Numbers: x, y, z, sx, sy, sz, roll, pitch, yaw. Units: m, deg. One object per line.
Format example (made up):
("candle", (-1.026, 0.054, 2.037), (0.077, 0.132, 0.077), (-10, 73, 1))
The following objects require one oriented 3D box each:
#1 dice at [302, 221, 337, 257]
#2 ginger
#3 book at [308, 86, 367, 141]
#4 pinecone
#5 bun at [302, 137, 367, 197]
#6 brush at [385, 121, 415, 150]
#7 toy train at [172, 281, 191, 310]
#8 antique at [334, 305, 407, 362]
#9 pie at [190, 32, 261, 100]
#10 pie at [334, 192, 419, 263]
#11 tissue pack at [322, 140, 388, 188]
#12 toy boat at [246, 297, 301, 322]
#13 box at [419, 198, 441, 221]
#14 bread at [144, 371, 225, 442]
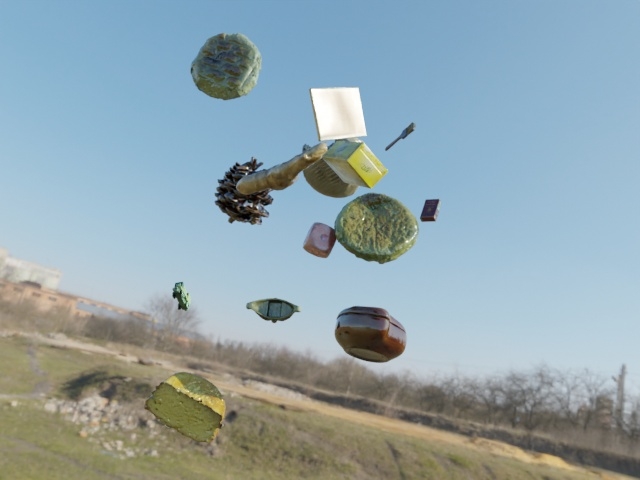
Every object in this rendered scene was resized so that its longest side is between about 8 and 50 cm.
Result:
("dice", (0.000, 0.000, 1.827), (0.094, 0.093, 0.091), (27, -18, -7))
("ginger", (-0.109, -0.206, 1.665), (0.147, 0.081, 0.333), (8, -21, -44))
("book", (0.061, -0.420, 1.828), (0.018, 0.170, 0.241), (-5, 8, 43))
("pinecone", (-0.291, -0.180, 2.119), (0.243, 0.244, 0.257), (15, -50, -4))
("bun", (0.076, -0.307, 2.235), (0.281, 0.282, 0.205), (9, 21, 18))
("brush", (0.297, -0.385, 2.087), (0.014, 0.043, 0.170), (26, -37, -22))
("toy train", (-0.542, 0.219, 2.170), (0.050, 0.081, 0.122), (-9, -52, 6))
("antique", (0.152, 0.289, 1.684), (0.223, 0.129, 0.278), (11, -23, 5))
("pie", (-0.366, -0.676, 2.140), (0.306, 0.307, 0.071), (11, -19, 12))
("pie", (0.179, -0.039, 1.786), (0.276, 0.277, 0.079), (12, -34, 9))
("tissue pack", (0.078, -0.184, 1.333), (0.095, 0.062, 0.176), (45, -7, -22))
("toy boat", (-0.155, 0.232, 1.862), (0.184, 0.089, 0.071), (3, -23, 3))
("box", (0.362, -0.099, 1.818), (0.051, 0.082, 0.023), (-2, -38, 35))
("bread", (-0.376, 0.473, 1.620), (0.229, 0.143, 0.139), (32, 23, 0))
